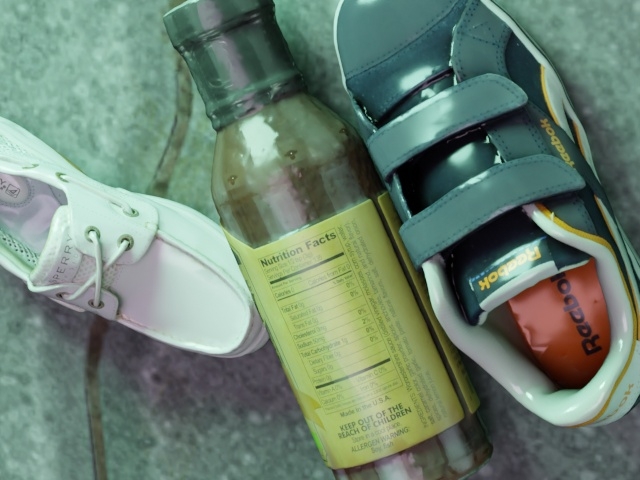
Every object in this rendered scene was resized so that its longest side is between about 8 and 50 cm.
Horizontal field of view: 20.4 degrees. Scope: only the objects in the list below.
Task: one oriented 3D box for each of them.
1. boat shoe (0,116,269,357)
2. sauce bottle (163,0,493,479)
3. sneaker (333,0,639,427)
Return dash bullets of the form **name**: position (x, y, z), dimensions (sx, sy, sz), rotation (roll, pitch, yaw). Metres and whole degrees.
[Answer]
- **boat shoe**: position (-0.162, 0.007, 1.204), dimensions (0.277, 0.096, 0.098), rotation (26, 109, 12)
- **sauce bottle**: position (0.000, 0.000, 1.143), dimensions (0.111, 0.111, 0.344), rotation (-21, 93, 22)
- **sneaker**: position (0.107, -0.031, 1.090), dimensions (0.126, 0.127, 0.321), rotation (-35, 88, 24)
